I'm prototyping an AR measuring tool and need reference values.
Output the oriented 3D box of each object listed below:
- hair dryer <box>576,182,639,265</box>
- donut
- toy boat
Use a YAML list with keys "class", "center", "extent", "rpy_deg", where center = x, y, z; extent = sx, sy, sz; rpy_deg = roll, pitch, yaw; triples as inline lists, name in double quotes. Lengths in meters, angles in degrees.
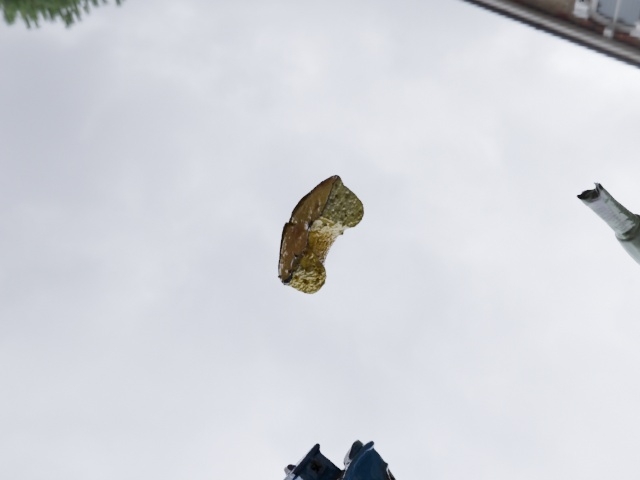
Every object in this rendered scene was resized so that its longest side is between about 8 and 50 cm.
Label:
- class: "hair dryer"
  center: [0.325, 0.075, 0.674]
  extent: [0.267, 0.092, 0.229]
  rpy_deg: [11, -126, -42]
- class: "donut"
  center: [0.000, 0.000, 0.609]
  extent: [0.067, 0.038, 0.083]
  rpy_deg: [-30, -139, 36]
- class: "toy boat"
  center: [-0.003, 0.277, 0.850]
  extent: [0.097, 0.223, 0.100]
  rpy_deg: [40, -131, 7]
